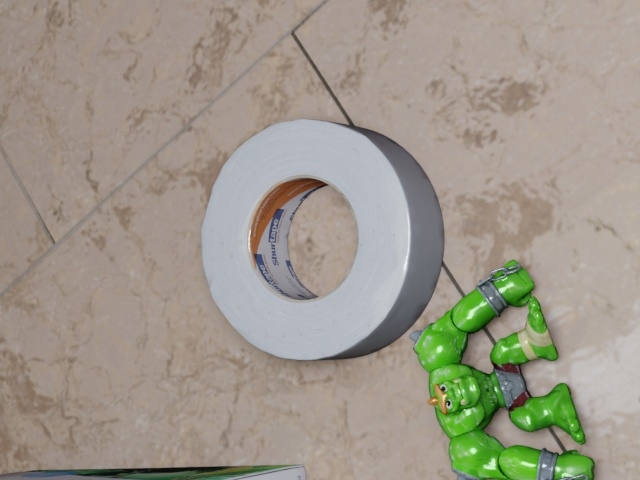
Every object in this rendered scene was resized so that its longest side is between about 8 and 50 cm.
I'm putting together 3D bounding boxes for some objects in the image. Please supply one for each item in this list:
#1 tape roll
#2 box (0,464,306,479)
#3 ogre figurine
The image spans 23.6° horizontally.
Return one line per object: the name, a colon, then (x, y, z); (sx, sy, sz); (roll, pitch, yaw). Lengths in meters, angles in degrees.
tape roll: (0.000, 0.000, 1.399); (0.219, 0.072, 0.219); (-1, 87, 28)
box: (-0.205, 0.244, 1.409); (0.322, 0.232, 0.059); (-4, 86, 28)
ogre figurine: (0.150, 0.128, 1.302); (0.118, 0.097, 0.197); (-20, 93, 9)
